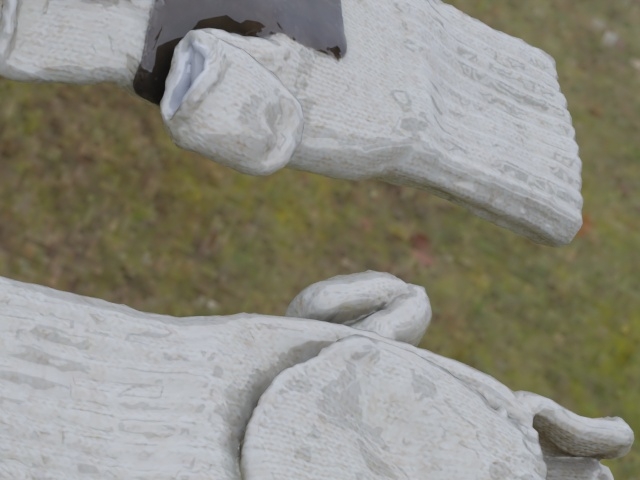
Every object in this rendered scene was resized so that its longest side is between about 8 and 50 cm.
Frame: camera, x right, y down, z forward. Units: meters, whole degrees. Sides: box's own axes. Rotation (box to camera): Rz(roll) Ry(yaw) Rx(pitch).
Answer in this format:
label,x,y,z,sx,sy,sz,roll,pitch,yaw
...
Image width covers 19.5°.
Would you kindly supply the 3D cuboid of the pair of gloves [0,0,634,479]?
label,x,y,z,sx,sy,sz,roll,pitch,yaw
pair of gloves,0.000,0.000,0.478,0.204,0.042,0.240,23,48,-27
